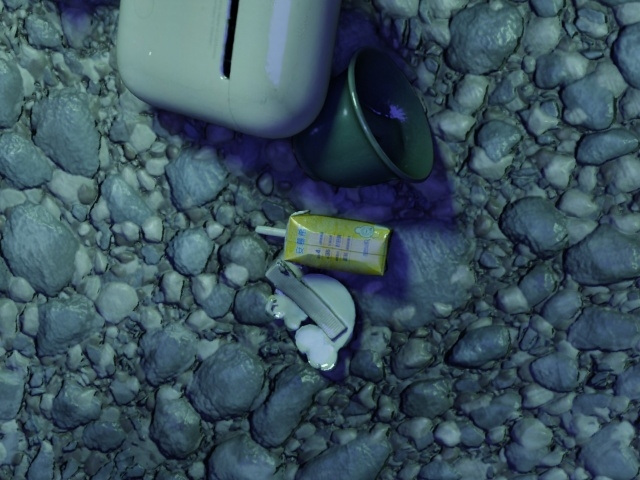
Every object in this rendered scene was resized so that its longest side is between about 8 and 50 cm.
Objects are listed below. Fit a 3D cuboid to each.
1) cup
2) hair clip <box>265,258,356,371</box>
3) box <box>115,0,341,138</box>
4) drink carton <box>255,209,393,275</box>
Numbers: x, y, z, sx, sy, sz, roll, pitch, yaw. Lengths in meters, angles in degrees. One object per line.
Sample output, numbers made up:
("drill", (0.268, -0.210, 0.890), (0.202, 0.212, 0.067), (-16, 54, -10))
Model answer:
("cup", (0.041, -0.144, 1.617), (0.150, 0.199, 0.199), (-24, 93, 29))
("hair clip", (-0.012, 0.099, 1.708), (0.172, 0.049, 0.116), (46, 106, -2))
("box", (-0.128, -0.299, 1.576), (0.349, 0.141, 0.289), (19, 106, 36))
("drink carton", (0.000, 0.000, 1.681), (0.200, 0.074, 0.084), (8, 98, 7))
